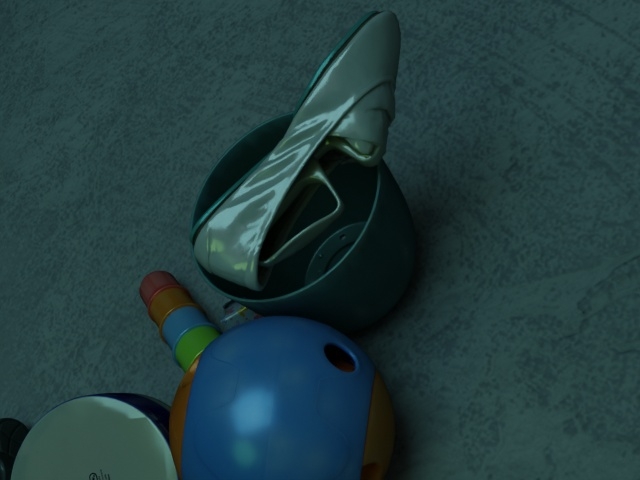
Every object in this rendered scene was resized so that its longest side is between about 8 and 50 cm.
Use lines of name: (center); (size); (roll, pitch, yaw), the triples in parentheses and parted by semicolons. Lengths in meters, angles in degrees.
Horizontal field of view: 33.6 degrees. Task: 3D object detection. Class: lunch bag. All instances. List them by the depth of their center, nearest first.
lunch bag: (-0.112, 0.106, 1.619); (0.071, 0.053, 0.083); (-32, 13, 11)

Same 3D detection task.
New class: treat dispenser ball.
treat dispenser ball: (-0.048, 0.241, 1.356); (0.288, 0.288, 0.288); (-15, 57, 24)

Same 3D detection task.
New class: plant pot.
plant pot: (0.000, 0.000, 1.499); (0.293, 0.235, 0.293); (-14, 57, 23)

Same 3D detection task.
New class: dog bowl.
dog bowl: (-0.296, 0.347, 1.490); (0.265, 0.104, 0.265); (-2, 81, 16)

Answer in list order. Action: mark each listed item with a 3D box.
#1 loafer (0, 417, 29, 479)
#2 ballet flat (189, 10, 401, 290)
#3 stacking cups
loafer: (-0.498, 0.411, 1.677); (0.084, 0.096, 0.267); (-44, 40, 28)
ballet flat: (0.002, -0.101, 1.338); (0.400, 0.139, 0.139); (-51, 50, 2)
stacking cups: (-0.197, 0.140, 1.611); (0.096, 0.096, 0.316); (-45, 43, 2)
